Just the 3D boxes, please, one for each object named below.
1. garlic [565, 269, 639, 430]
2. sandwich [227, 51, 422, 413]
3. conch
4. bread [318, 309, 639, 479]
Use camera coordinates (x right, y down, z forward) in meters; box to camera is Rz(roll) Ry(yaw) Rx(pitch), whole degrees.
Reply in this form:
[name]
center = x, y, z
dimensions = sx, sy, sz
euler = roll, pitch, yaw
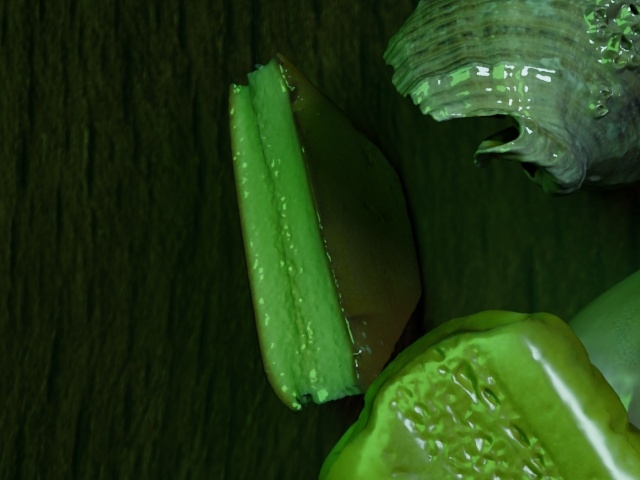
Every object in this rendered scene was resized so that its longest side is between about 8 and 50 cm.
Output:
[garlic]
center = 0.166, 0.161, 1.051
dimensions = 0.143, 0.112, 0.318
euler = 5, 88, 34
[sandwich]
center = 0.000, 0.000, 1.218
dimensions = 0.094, 0.096, 0.258
euler = -26, 63, 34
[conch]
center = 0.132, -0.098, 1.070
dimensions = 0.178, 0.245, 0.163
euler = 11, 114, 23
[bread]
center = 0.161, 0.212, 0.941
dimensions = 0.166, 0.112, 0.383
euler = -39, 84, 4
